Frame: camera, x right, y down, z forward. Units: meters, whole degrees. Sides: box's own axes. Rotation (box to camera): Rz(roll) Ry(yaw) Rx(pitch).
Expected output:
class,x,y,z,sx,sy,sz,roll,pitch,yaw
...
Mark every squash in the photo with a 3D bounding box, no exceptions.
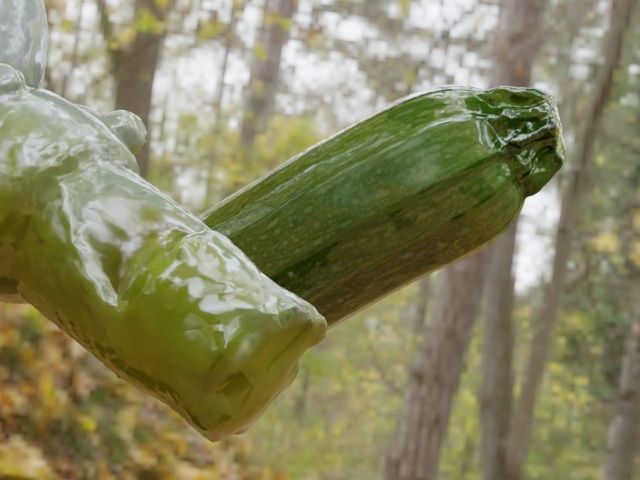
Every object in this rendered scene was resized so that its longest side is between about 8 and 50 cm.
class,x,y,z,sx,sy,sz,roll,pitch,yaw
squash,0.000,0.000,0.705,0.219,0.068,0.077,-28,-42,18

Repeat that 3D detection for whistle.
class,x,y,z,sx,sy,sz,roll,pitch,yaw
whistle,-0.083,-0.019,0.405,0.198,0.104,0.057,36,-38,22
